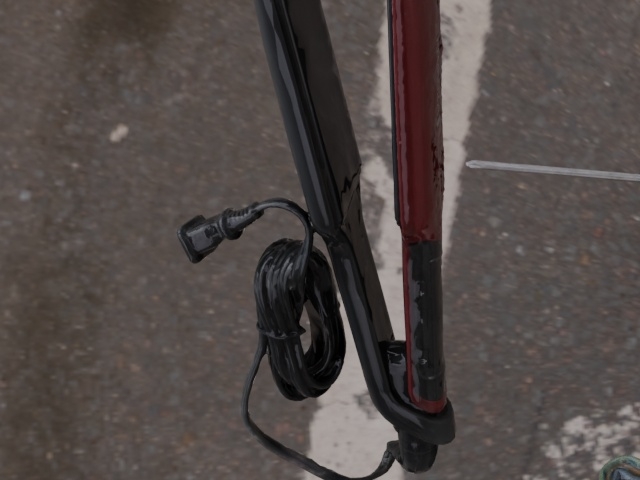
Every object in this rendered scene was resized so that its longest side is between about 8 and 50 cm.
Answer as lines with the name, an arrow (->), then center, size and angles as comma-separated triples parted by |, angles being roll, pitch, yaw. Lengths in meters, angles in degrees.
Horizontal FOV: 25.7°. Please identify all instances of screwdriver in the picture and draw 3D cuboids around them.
screwdriver -> 0.152, -0.033, 0.701 | 0.025, 0.170, 0.024 | 128, 142, -53

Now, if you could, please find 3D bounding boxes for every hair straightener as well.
hair straightener -> 0.000, 0.000, 0.470 | 0.089, 0.047, 0.230 | 2, 130, 13

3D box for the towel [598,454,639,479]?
towel -> 0.251, 0.317, 0.745 | 0.040, 0.370, 0.271 | -25, 31, -4
